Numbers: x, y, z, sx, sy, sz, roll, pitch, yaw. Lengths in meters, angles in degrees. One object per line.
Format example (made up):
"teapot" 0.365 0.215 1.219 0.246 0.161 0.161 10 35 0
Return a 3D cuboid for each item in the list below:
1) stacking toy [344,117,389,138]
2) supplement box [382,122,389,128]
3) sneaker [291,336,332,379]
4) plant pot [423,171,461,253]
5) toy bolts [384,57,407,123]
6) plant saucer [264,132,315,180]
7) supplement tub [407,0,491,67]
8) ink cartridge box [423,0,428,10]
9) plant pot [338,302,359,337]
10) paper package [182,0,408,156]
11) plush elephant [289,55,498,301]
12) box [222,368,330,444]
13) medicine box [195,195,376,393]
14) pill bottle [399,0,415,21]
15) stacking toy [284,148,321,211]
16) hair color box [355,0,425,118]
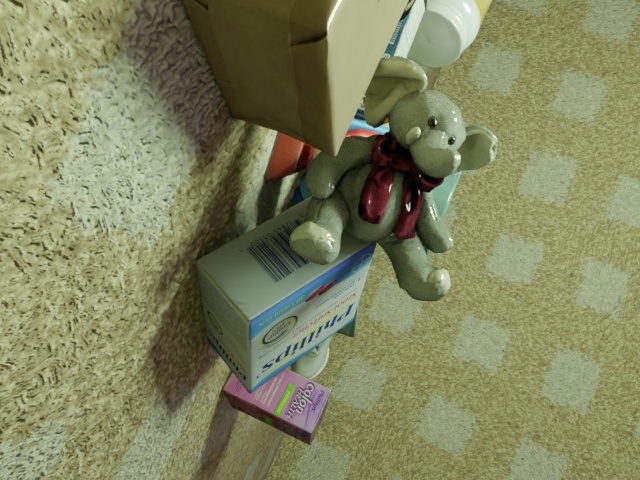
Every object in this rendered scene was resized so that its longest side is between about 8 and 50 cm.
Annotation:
"stacking toy" 0.092 -0.109 1.246 0.301 0.175 0.165 -101 -150 -41
"supplement box" 0.188 -0.300 1.886 0.114 0.111 0.219 -3 116 -79
"sneaker" -0.005 0.233 1.516 0.121 0.099 0.262 87 27 -57
"plant pot" 0.185 -0.134 1.593 0.341 0.334 0.341 23 90 -79
"toy bolts" 0.186 -0.367 1.561 0.159 0.228 0.218 -11 151 -47
"plant saucer" -0.010 -0.247 1.139 0.259 0.048 0.258 -41 151 -67
"supplement tub" 0.345 -0.655 1.592 0.228 0.229 0.316 93 22 -63
"ink cartridge box" 0.197 -0.614 0.975 0.307 0.072 0.303 68 17 -69
"plant pot" 0.003 0.072 1.386 0.293 0.197 0.292 8 90 -85
"paper package" 0.005 -0.318 0.709 0.309 0.168 0.324 76 37 -74
"plush elephant" 0.130 -0.111 0.884 0.255 0.272 0.329 -50 -155 36
"box" -0.109 0.408 1.498 0.213 0.243 0.117 94 20 -63
"medicine box" -0.063 0.096 1.040 0.264 0.149 0.289 -32 153 -25
"pill bottle" 0.121 -0.485 1.079 0.219 0.123 0.122 -5 117 -79
"stacking toy" -0.019 -0.045 1.181 0.330 0.141 0.141 -53 -179 39
"hair color box" 0.141 -0.445 1.324 0.174 0.105 0.347 -14 125 -78
